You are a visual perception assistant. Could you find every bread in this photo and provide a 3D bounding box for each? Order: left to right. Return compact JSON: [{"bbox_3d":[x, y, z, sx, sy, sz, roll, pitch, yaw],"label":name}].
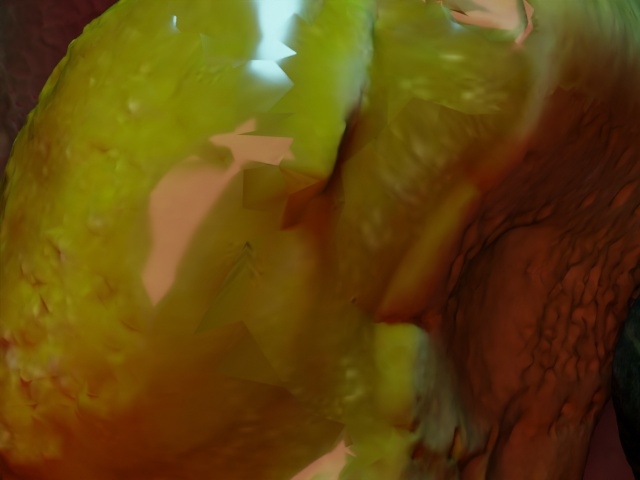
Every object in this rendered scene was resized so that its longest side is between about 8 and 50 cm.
[{"bbox_3d":[0.000,0.000,0.847,0.250,0.394,0.361,20,99,24],"label":"bread"}]

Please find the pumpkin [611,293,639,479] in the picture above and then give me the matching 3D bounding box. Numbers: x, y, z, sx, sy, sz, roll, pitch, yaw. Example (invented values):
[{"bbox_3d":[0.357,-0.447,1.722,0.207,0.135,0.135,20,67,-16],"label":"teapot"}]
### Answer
[{"bbox_3d":[0.253,0.082,0.898,0.212,0.152,0.211,-2,99,-11],"label":"pumpkin"}]
